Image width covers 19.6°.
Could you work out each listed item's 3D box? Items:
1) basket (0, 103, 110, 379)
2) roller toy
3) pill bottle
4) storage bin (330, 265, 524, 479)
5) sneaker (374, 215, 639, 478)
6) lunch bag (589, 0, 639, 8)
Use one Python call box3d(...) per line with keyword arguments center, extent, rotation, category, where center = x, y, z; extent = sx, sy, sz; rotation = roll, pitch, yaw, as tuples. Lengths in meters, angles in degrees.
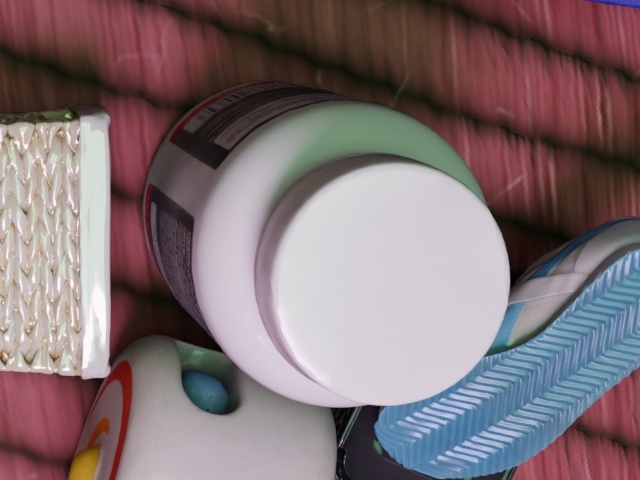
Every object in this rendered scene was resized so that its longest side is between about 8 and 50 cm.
box3d(center=(-0.186, -0.002, 1.168), extent=(0.103, 0.113, 0.167), rotation=(0, 97, -10), category="basket")
box3d(center=(-0.089, 0.163, 1.173), extent=(0.146, 0.209, 0.191), rotation=(18, 63, -15), category="roller toy")
box3d(center=(0.000, 0.000, 1.104), extent=(0.176, 0.318, 0.176), rotation=(-2, 99, -13), category="pill bottle")
box3d(center=(0.083, 0.095, 1.259), extent=(0.122, 0.084, 0.180), rotation=(26, 92, -15), category="storage bin")
box3d(center=(0.136, 0.070, 1.184), extent=(0.229, 0.092, 0.087), rotation=(-34, 107, 13), category="sneaker")
box3d(center=(0.276, -0.330, 1.175), extent=(0.328, 0.239, 0.385), rotation=(5, 89, -16), category="lunch bag")
